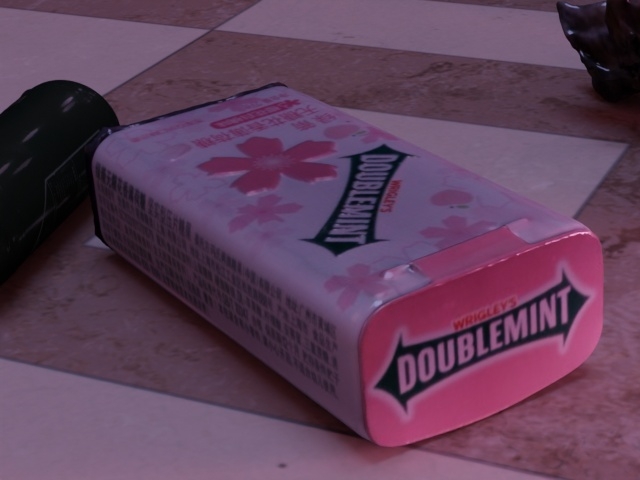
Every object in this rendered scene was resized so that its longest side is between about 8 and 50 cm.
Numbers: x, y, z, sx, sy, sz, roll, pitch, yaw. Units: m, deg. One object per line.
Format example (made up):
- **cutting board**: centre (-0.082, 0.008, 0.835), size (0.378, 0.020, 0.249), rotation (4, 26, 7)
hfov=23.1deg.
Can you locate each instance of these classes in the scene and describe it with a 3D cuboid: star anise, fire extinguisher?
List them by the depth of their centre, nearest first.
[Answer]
- **fire extinguisher**: centre (-0.231, -0.052, 1.213), size (0.114, 0.095, 0.311), rotation (-25, 16, 27)
- **star anise**: centre (0.329, -0.164, 1.364), size (0.223, 0.109, 0.236), rotation (-6, 7, -18)

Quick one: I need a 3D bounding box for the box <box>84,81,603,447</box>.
- **box**: centre (0.000, 0.000, 1.066), size (0.190, 0.112, 0.370), rotation (-17, 27, -28)
